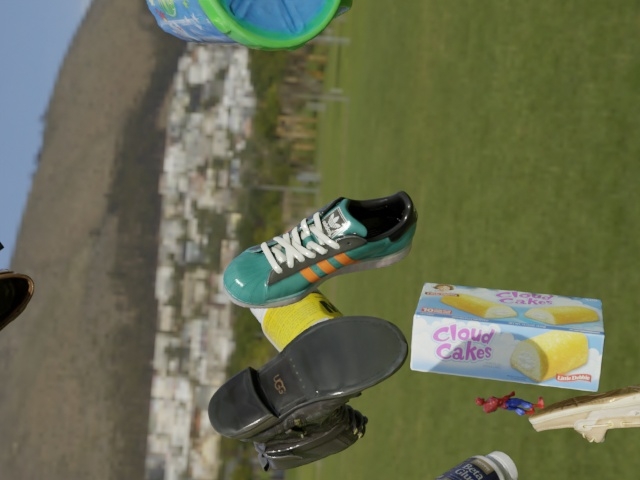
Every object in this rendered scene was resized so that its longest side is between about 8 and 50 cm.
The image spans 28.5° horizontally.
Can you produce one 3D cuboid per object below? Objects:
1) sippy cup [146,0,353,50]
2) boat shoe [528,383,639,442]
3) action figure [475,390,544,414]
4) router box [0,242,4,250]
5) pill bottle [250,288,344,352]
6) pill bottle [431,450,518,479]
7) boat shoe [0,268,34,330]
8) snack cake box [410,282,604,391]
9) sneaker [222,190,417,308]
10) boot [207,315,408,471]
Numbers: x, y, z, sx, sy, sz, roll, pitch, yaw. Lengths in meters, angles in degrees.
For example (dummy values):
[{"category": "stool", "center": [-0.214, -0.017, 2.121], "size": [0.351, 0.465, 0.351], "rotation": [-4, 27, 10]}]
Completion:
[{"category": "sippy cup", "center": [-0.122, -0.360, 1.697], "size": [0.224, 0.305, 0.240], "rotation": [0, 47, 54]}, {"category": "boat shoe", "center": [0.346, 0.224, 1.575], "size": [0.063, 0.170, 0.059], "rotation": [-21, -85, -68]}, {"category": "action figure", "center": [0.276, 0.241, 1.864], "size": [0.038, 0.115, 0.030], "rotation": [-47, 47, 43]}, {"category": "router box", "center": [-0.590, -0.039, 1.591], "size": [0.081, 0.309, 0.243], "rotation": [-28, 11, 45]}, {"category": "pill bottle", "center": [-0.023, 0.143, 2.050], "size": [0.208, 0.119, 0.119], "rotation": [44, 141, 41]}, {"category": "pill bottle", "center": [0.258, 0.424, 2.155], "size": [0.094, 0.169, 0.094], "rotation": [24, 124, 41]}, {"category": "boat shoe", "center": [-0.594, 0.127, 2.099], "size": [0.324, 0.116, 0.123], "rotation": [-52, -52, -57]}, {"category": "snack cake box", "center": [0.269, 0.135, 1.811], "size": [0.152, 0.264, 0.089], "rotation": [-60, -26, -69]}, {"category": "sneaker", "center": [0.000, 0.000, 1.811], "size": [0.108, 0.302, 0.121], "rotation": [59, 159, 30]}, {"category": "boot", "center": [0.008, 0.190, 1.494], "size": [0.229, 0.263, 0.091], "rotation": [45, -156, -59]}]
